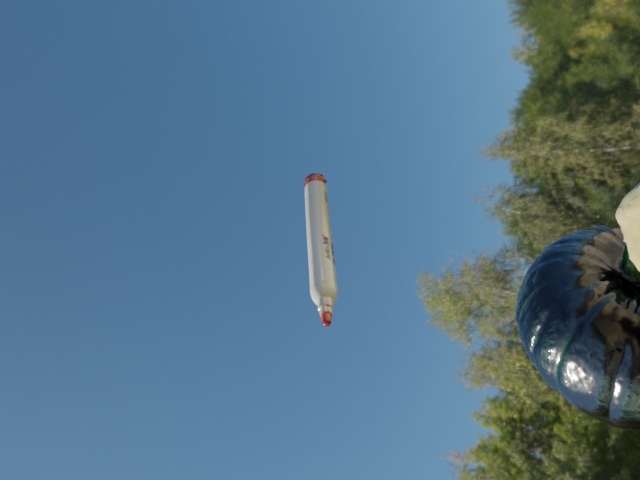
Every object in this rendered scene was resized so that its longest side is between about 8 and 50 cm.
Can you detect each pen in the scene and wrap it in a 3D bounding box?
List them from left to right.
[{"bbox_3d":[0.000,0.000,0.515,0.026,0.026,0.218,56,-163,-33],"label":"pen"}]

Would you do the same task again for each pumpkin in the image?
[{"bbox_3d":[0.354,0.068,0.613,0.248,0.248,0.247,4,-95,-51],"label":"pumpkin"}]

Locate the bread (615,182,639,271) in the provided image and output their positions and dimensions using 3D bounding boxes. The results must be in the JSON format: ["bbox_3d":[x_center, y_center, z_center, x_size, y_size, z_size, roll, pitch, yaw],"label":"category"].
[{"bbox_3d":[0.454,0.006,0.282,0.371,0.390,0.279,12,-123,-21],"label":"bread"}]
